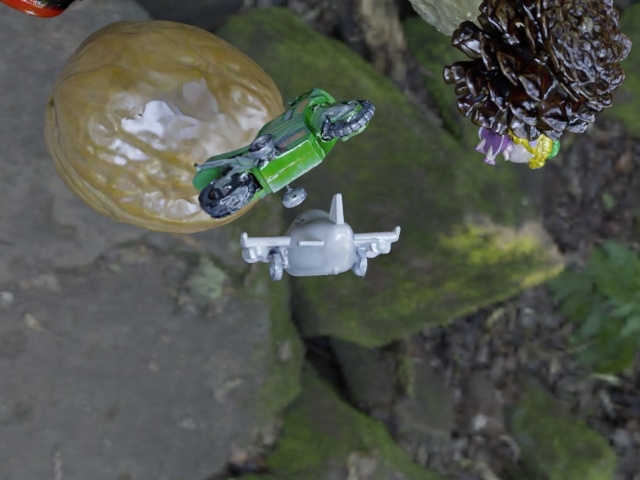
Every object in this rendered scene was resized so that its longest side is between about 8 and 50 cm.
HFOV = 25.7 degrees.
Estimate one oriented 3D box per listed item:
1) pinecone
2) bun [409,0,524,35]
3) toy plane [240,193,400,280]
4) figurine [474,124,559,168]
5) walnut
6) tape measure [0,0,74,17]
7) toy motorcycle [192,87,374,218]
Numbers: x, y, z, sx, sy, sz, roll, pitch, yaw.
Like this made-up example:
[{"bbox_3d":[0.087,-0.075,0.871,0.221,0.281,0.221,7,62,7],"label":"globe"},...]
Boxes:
[{"bbox_3d":[0.193,-0.166,1.318,0.163,0.165,0.163,12,69,-34],"label":"pinecone"},{"bbox_3d":[0.218,-0.410,1.643,0.234,0.326,0.362,42,44,-59],"label":"bun"},{"bbox_3d":[0.000,0.000,2.100,0.244,0.244,0.117,-1,85,-46],"label":"toy plane"},{"bbox_3d":[0.335,-0.171,2.241,0.156,0.095,0.115,9,133,-34],"label":"figurine"},{"bbox_3d":[-0.205,-0.148,1.889,0.333,0.333,0.333,-9,102,-45],"label":"walnut"},{"bbox_3d":[-0.349,-0.348,1.525,0.114,0.253,0.260,-44,147,16],"label":"tape measure"},{"bbox_3d":[-0.037,-0.089,1.345,0.190,0.106,0.074,-32,116,2],"label":"toy motorcycle"}]
